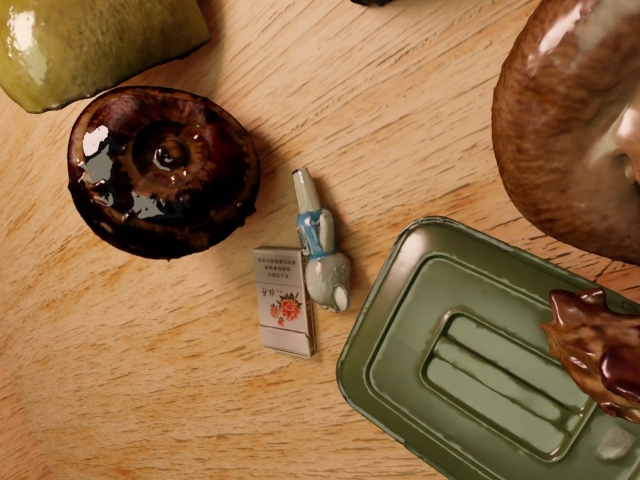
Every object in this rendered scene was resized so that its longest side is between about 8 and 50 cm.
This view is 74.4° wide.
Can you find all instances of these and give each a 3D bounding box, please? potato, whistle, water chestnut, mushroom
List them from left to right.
[{"bbox_3d":[-0.409,-0.358,0.673,0.331,0.280,0.212,14,140,34],"label":"potato"},{"bbox_3d":[-0.251,-0.104,0.701,0.300,0.300,0.299,9,107,31],"label":"water chestnut"},{"bbox_3d":[0.000,0.000,0.671,0.114,0.077,0.235,-17,87,67],"label":"whistle"},{"bbox_3d":[0.285,-0.080,0.310,0.331,0.356,0.333,34,136,36],"label":"mushroom"}]

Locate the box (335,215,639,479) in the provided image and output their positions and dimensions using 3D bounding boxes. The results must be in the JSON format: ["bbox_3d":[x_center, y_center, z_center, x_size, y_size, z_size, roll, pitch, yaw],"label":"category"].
[{"bbox_3d":[0.215,0.144,0.487,0.329,0.178,0.252,30,100,25],"label":"box"}]

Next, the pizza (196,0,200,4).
[{"bbox_3d":[-0.294,-0.503,0.745,0.262,0.034,0.181,51,123,8],"label":"pizza"}]

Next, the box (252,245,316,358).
[{"bbox_3d":[-0.066,0.110,0.765,0.109,0.029,0.198,3,103,32],"label":"box"}]

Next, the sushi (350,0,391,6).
[{"bbox_3d":[0.092,-0.366,0.481,0.225,0.127,0.124,-3,101,35],"label":"sushi"}]
